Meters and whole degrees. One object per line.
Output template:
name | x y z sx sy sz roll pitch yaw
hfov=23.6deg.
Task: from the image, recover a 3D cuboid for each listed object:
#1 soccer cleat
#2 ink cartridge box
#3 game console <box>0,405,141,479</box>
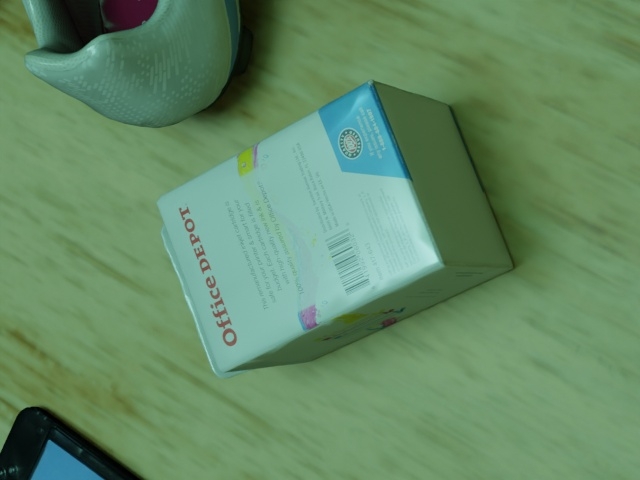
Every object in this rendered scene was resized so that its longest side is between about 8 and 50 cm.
soccer cleat | -0.112 -0.222 0.765 0.116 0.143 0.331 -15 82 26
ink cartridge box | 0.000 0.000 0.731 0.143 0.090 0.092 -26 77 25
game console | -0.152 0.163 0.815 0.122 0.071 0.107 31 103 24
